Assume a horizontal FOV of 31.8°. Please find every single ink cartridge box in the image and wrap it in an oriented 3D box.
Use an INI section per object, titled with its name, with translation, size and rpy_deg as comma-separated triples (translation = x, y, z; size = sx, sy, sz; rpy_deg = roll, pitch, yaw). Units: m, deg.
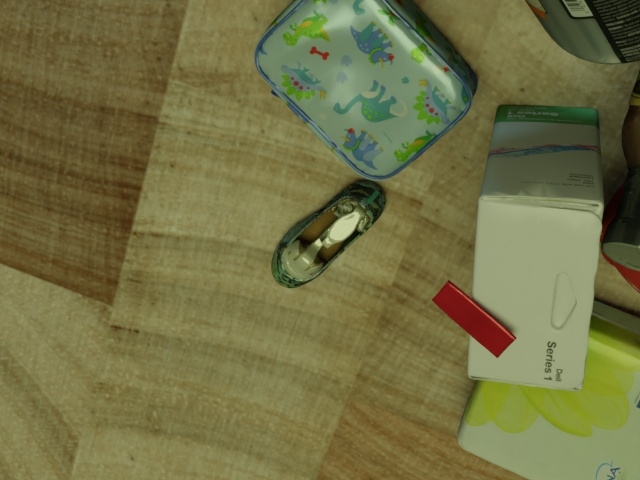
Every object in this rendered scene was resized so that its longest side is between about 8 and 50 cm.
[ink cartridge box]
translation = 0.225, -0.003, 1.164
size = 0.117, 0.278, 0.201
rpy_deg = 5, 115, 11

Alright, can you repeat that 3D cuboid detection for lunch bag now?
[lunch bag]
translation = 0.046, -0.185, 1.226
size = 0.219, 0.090, 0.176
rpy_deg = 44, 115, -9

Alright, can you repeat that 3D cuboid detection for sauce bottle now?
[sauce bottle]
translation = 0.353, -0.137, 1.060
size = 0.111, 0.111, 0.344
rpy_deg = 20, 76, 3

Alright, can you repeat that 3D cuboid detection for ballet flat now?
[ballet flat]
translation = 0.000, 0.000, 1.339
size = 0.070, 0.070, 0.188
rpy_deg = 40, 117, -7

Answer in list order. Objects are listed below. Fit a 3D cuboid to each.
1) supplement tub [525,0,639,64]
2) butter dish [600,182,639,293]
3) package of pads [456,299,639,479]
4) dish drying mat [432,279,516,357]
[supplement tub]
translation = 0.224, -0.310, 0.960
size = 0.193, 0.194, 0.316
rpy_deg = -24, 142, 22
[butter dish]
translation = 0.360, -0.004, 1.223
size = 0.118, 0.160, 0.160
rpy_deg = -25, 109, 47
[package of pads]
translation = 0.330, 0.200, 1.320
size = 0.296, 0.101, 0.229
rpy_deg = 24, 118, 12
[dish drying mat]
translation = 0.145, 0.074, 1.061
size = 0.083, 0.008, 0.032
rpy_deg = 40, 124, 6
